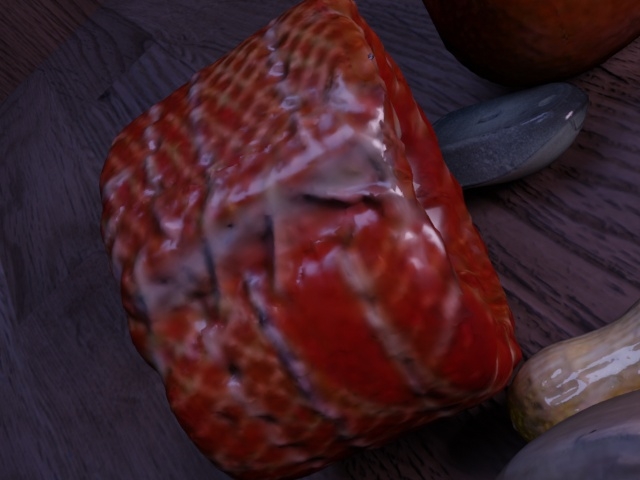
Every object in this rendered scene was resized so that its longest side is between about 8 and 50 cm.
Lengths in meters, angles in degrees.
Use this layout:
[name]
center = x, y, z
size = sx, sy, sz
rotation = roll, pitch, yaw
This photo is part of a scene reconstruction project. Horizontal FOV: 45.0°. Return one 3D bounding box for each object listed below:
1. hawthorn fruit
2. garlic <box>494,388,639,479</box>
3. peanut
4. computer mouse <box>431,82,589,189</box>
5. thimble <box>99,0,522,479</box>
[hawthorn fruit]
center = 0.235, -0.307, 0.765
size = 0.311, 0.295, 0.295
rotation = -35, 38, 4
[garlic]
center = 0.199, 0.183, 0.362
size = 0.210, 0.238, 0.292
rotation = -72, 5, -45
[peanut]
center = 0.226, 0.084, 0.539
size = 0.207, 0.087, 0.087
rotation = -31, 39, 17
[computer mouse]
center = 0.171, -0.093, 0.778
size = 0.229, 0.068, 0.113
rotation = -9, 30, 52
[thimble]
center = 0.000, 0.000, 0.619
size = 0.231, 0.350, 0.350
rotation = -27, 40, 14
